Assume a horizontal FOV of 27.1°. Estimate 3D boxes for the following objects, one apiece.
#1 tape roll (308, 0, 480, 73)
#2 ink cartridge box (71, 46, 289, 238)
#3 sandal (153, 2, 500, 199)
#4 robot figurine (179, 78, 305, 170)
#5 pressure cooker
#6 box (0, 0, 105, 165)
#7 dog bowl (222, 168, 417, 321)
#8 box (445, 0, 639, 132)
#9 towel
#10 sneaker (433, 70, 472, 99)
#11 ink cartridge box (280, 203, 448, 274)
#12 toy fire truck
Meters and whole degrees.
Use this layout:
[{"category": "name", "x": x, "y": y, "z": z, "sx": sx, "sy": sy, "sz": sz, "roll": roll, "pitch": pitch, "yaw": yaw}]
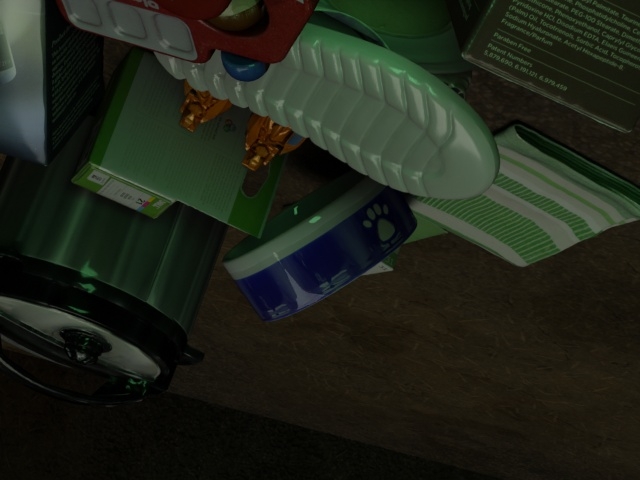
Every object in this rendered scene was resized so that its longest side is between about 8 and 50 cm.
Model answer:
[{"category": "tape roll", "x": 0.079, "y": -0.284, "z": 1.332, "sx": 0.286, "sy": 0.100, "sz": 0.286, "roll": 15, "pitch": 159, "yaw": 6}, {"category": "ink cartridge box", "x": -0.184, "y": -0.120, "z": 1.820, "sx": 0.255, "sy": 0.189, "sz": 0.097, "roll": 25, "pitch": 157, "yaw": -18}, {"category": "sandal", "x": 0.009, "y": -0.181, "z": 1.382, "sx": 0.416, "sy": 0.102, "sz": 0.169, "roll": 27, "pitch": 146, "yaw": 13}, {"category": "robot figurine", "x": -0.073, "y": -0.195, "z": 1.663, "sx": 0.211, "sy": 0.085, "sz": 0.291, "roll": 31, "pitch": 154, "yaw": -8}, {"category": "pressure cooker", "x": -0.354, "y": 0.034, "z": 2.017, "sx": 0.369, "sy": 0.420, "sz": 0.375, "roll": 12, "pitch": 159, "yaw": 13}, {"category": "box", "x": -0.405, "y": -0.278, "z": 1.474, "sx": 0.296, "sy": 0.183, "sz": 0.294, "roll": 15, "pitch": 129, "yaw": 8}, {"category": "dog bowl", "x": 0.000, "y": 0.000, "z": 1.851, "sx": 0.104, "sy": 0.265, "sz": 0.265, "roll": 57, "pitch": 149, "yaw": -8}, {"category": "box", "x": 0.227, "y": -0.234, "z": 1.120, "sx": 0.167, "sy": 0.168, "sz": 0.203, "roll": 23, "pitch": 116, "yaw": -12}, {"category": "towel", "x": 0.275, "y": -0.052, "z": 1.832, "sx": 0.247, "sy": 0.038, "sz": 0.325, "roll": 26, "pitch": 158, "yaw": -18}, {"category": "sneaker", "x": 0.035, "y": -0.205, "z": 1.513, "sx": 0.275, "sy": 0.110, "sz": 0.107, "roll": 7, "pitch": 150, "yaw": 1}, {"category": "ink cartridge box", "x": 0.060, "y": -0.012, "z": 2.081, "sx": 0.171, "sy": 0.056, "sz": 0.235, "roll": 30, "pitch": 158, "yaw": -27}, {"category": "toy fire truck", "x": -0.135, "y": -0.260, "z": 1.245, "sx": 0.302, "sy": 0.169, "sz": 0.254, "roll": 17, "pitch": 153, "yaw": 17}]
